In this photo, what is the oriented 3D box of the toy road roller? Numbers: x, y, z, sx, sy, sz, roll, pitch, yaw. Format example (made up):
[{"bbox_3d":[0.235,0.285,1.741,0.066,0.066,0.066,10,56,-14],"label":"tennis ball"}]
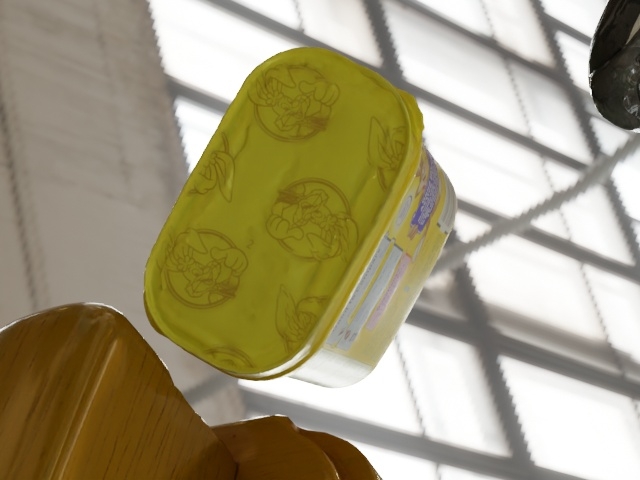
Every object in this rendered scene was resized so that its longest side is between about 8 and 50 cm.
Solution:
[{"bbox_3d":[-0.111,0.158,0.668,0.329,0.240,0.202,-13,-142,29],"label":"toy road roller"}]

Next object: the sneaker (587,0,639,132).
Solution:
[{"bbox_3d":[0.163,-0.145,0.796,0.108,0.100,0.271,4,-134,26],"label":"sneaker"}]

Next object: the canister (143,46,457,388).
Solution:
[{"bbox_3d":[0.000,0.000,0.722,0.073,0.170,0.126,28,-92,14],"label":"canister"}]
